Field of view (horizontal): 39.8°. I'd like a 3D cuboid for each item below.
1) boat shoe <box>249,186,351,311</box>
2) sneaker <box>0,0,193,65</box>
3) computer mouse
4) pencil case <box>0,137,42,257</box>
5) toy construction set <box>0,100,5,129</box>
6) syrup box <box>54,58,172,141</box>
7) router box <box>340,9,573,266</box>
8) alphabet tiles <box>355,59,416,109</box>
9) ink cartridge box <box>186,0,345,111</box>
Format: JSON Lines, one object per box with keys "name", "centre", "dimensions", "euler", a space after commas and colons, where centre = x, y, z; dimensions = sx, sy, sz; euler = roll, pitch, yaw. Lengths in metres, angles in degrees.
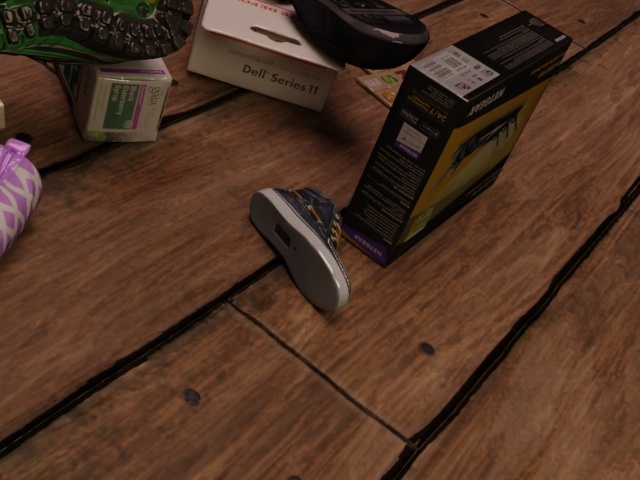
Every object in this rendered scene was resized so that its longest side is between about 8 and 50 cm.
{"name": "boat shoe", "centre": [0.000, 0.000, 0.988], "dimensions": [0.083, 0.065, 0.183], "euler": [-11, 48, -34]}
{"name": "sneaker", "centre": [-0.312, -0.233, 0.904], "dimensions": [0.344, 0.146, 0.134], "euler": [5, 82, -37]}
{"name": "computer mouse", "centre": [0.041, -0.286, 1.165], "dimensions": [0.189, 0.072, 0.272], "euler": [-5, 35, -31]}
{"name": "pencil case", "centre": [-0.330, -0.008, 0.815], "dimensions": [0.086, 0.088, 0.206], "euler": [18, 37, -5]}
{"name": "toy construction set", "centre": [-0.469, -0.159, 0.888], "dimensions": [0.328, 0.151, 0.215], "euler": [39, 34, 30]}
{"name": "syrup box", "centre": [-0.271, -0.231, 1.103], "dimensions": [0.096, 0.093, 0.237], "euler": [-3, 45, -30]}
{"name": "router box", "centre": [0.169, -0.132, 1.089], "dimensions": [0.081, 0.243, 0.309], "euler": [37, 40, 17]}
{"name": "alphabet tiles", "centre": [0.173, -0.226, 1.392], "dimensions": [0.198, 0.009, 0.237], "euler": [-22, 57, -42]}
{"name": "ink cartridge box", "centre": [-0.073, -0.312, 1.279], "dimensions": [0.207, 0.119, 0.353], "euler": [16, 38, -11]}
